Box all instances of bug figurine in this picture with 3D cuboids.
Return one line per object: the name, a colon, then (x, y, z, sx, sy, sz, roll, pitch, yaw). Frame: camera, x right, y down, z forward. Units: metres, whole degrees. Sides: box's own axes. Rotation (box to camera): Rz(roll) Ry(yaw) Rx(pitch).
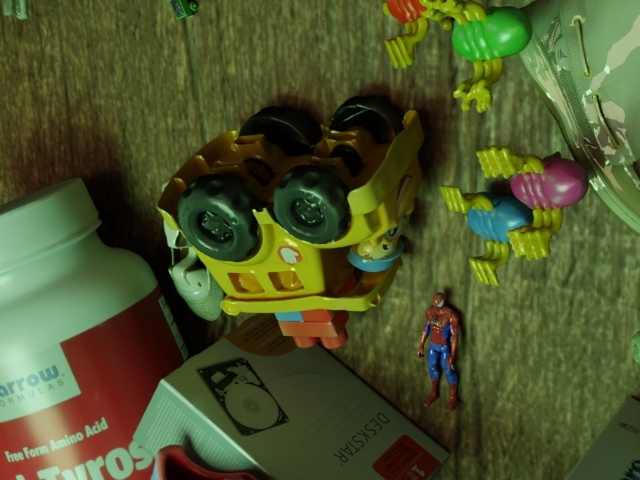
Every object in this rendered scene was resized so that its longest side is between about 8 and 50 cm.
bug figurine: (0.123, -0.098, 0.946, 0.279, 0.072, 0.216, 68, 168, -13)

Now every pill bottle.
pill bottle: (-0.241, 0.155, 1.259, 0.229, 0.229, 0.407, -15, 102, 38)

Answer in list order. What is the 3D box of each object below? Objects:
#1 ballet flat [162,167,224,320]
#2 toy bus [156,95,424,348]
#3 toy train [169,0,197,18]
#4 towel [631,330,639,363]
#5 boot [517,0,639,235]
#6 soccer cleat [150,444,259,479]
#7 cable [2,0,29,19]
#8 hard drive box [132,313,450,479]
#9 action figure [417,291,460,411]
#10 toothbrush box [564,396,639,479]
ballet flat: (-0.133, 0.009, 1.232, 0.057, 0.052, 0.168, 8, 115, 31)
toy bus: (0.000, 0.000, 1.091, 0.220, 0.149, 0.211, -5, 121, 33)
toy train: (-0.138, -0.242, 1.140, 0.017, 0.024, 0.083, -18, 101, 38)
towel: (0.322, 0.107, 0.954, 0.110, 0.027, 0.148, -37, 85, 10)
boot: (0.254, -0.114, 0.899, 0.165, 0.077, 0.213, -31, 91, 37)
soccer cleat: (-0.045, 0.245, 1.035, 0.248, 0.083, 0.095, 13, 112, 31)
cable: (-0.314, -0.365, 1.201, 0.139, 0.072, 0.287, 26, 112, 33)
hard drive box: (-0.025, 0.192, 1.160, 0.232, 0.181, 0.089, 39, 126, 13)
action figure: (0.108, 0.100, 1.126, 0.038, 0.030, 0.115, 13, 116, 35)
toothbrush box: (0.312, 0.276, 0.945, 0.295, 0.216, 0.126, 27, 124, 21)
